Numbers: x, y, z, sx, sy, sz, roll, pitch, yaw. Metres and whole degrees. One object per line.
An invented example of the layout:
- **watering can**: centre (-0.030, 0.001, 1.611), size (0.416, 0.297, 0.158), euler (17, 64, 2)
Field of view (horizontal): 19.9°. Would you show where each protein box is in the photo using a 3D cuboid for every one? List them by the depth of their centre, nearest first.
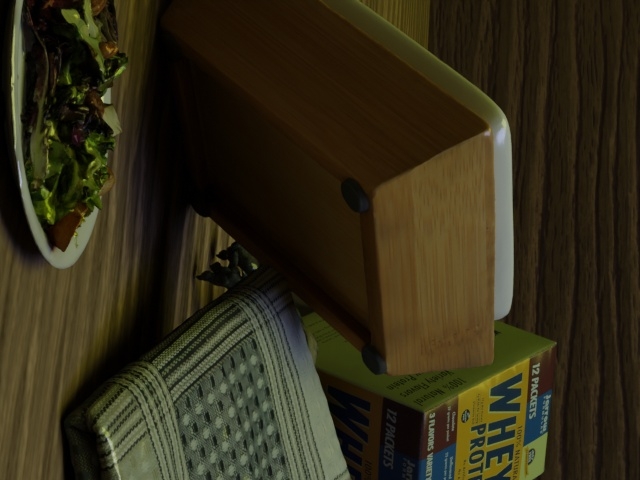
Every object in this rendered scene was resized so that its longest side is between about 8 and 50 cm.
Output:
- **protein box**: centre (0.072, 0.151, 1.651), size (0.199, 0.201, 0.136), euler (-21, 121, -45)

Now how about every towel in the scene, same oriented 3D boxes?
- **towel**: centre (-0.045, 0.209, 1.211), size (0.312, 0.056, 0.324), euler (-38, 116, -65)

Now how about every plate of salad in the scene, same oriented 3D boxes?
- **plate of salad**: centre (-0.131, -0.084, 1.000), size (0.200, 0.048, 0.200), euler (1, 90, -82)

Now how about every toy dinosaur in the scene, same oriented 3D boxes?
- **toy dinosaur**: centre (-0.045, 0.059, 1.470), size (0.118, 0.064, 0.268), euler (57, -7, -5)

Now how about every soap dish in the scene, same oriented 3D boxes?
- **soap dish**: centre (0.007, -0.055, 1.304), size (0.291, 0.118, 0.229), euler (40, -29, 36)

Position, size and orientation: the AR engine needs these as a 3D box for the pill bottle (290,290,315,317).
- **pill bottle**: centre (0.000, 0.000, 1.753), size (0.108, 0.108, 0.194), euler (-71, 160, -67)
